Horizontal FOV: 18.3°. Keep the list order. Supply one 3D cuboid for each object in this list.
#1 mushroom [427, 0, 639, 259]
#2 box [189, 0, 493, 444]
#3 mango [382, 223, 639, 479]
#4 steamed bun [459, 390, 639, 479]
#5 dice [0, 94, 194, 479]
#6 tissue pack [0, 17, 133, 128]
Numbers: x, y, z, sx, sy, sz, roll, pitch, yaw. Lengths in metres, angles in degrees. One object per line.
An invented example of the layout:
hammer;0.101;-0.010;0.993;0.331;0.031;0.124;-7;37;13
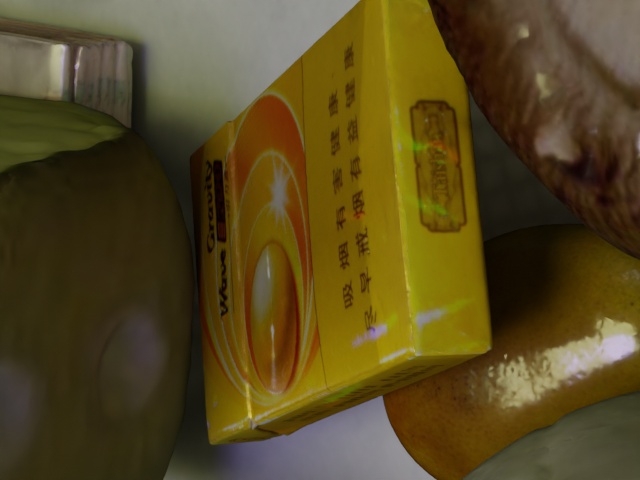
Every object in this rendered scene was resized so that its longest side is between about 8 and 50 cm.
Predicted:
mushroom;0.155;-0.168;0.674;0.345;0.239;0.345;14;123;23
box;0.000;0.000;0.877;0.269;0.043;0.152;148;121;-67
mango;0.094;0.047;0.844;0.163;0.089;0.111;-45;65;36
steamed bun;0.105;0.188;0.687;0.290;0.272;0.273;-118;43;-74
dice;-0.215;0.049;0.958;0.238;0.233;0.226;12;105;29
tissue pack;-0.182;0.038;1.125;0.170;0.071;0.325;13;106;42
